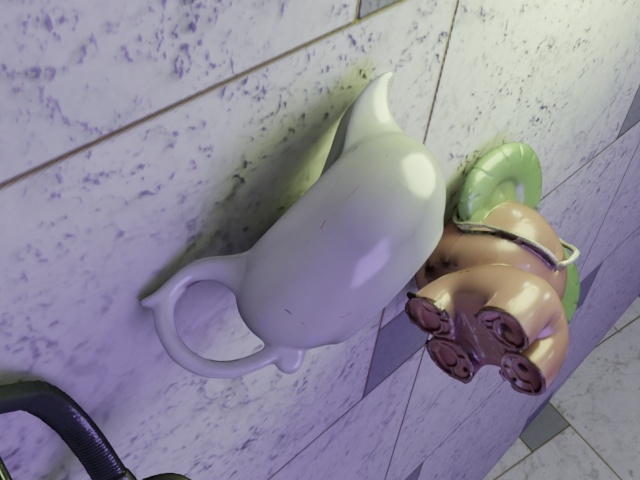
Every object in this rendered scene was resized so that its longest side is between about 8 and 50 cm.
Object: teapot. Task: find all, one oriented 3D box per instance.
[{"bbox_3d":[0.000,0.000,0.691,0.298,0.139,0.204,-48,-175,-19],"label":"teapot"}]

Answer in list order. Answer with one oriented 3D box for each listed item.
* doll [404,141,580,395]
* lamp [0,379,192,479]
[{"bbox_3d":[0.236,0.043,1.033,0.268,0.216,0.284,-44,121,-30],"label":"doll"},{"bbox_3d":[-0.235,0.187,0.587,0.203,0.124,0.283,-34,157,5],"label":"lamp"}]
